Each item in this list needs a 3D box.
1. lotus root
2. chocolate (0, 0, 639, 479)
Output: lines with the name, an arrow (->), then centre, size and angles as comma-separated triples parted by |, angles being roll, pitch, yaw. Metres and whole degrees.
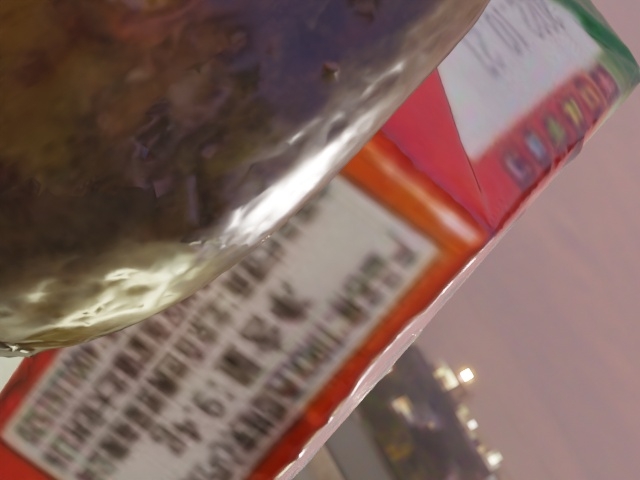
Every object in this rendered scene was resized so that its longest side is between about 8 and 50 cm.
lotus root -> -0.046, -0.083, 0.377 | 0.169, 0.314, 0.141 | 45, 5, -18
chocolate -> 0.000, 0.000, 0.943 | 0.161, 0.360, 0.341 | 41, 32, 5
